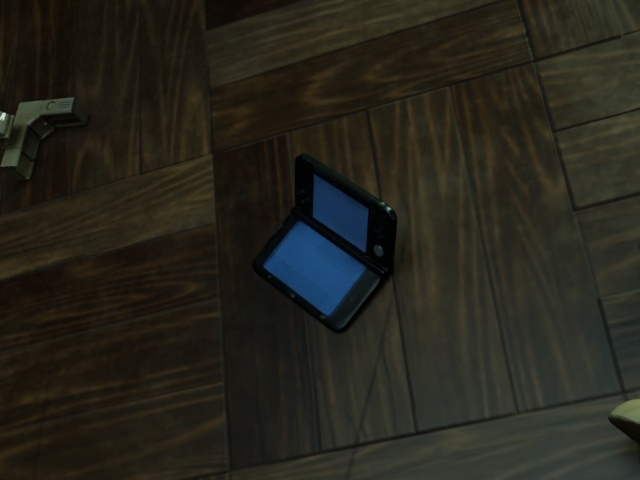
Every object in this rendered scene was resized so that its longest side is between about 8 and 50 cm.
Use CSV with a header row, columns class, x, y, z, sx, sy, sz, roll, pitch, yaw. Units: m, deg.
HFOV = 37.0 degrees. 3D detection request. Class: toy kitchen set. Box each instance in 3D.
class,x,y,z,sx,sy,sz,roll,pitch,yaw
toy kitchen set,-0.308,-0.118,1.036,0.075,0.068,0.083,-2,63,20

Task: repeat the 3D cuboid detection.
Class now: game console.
class,x,y,z,sx,sy,sz,roll,pitch,yaw
game console,0.000,0.000,0.856,0.071,0.107,0.122,-33,52,-32

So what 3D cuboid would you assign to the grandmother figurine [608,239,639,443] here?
class,x,y,z,sx,sy,sz,roll,pitch,yaw
grandmother figurine,0.347,0.006,0.702,0.208,0.104,0.342,21,75,20
